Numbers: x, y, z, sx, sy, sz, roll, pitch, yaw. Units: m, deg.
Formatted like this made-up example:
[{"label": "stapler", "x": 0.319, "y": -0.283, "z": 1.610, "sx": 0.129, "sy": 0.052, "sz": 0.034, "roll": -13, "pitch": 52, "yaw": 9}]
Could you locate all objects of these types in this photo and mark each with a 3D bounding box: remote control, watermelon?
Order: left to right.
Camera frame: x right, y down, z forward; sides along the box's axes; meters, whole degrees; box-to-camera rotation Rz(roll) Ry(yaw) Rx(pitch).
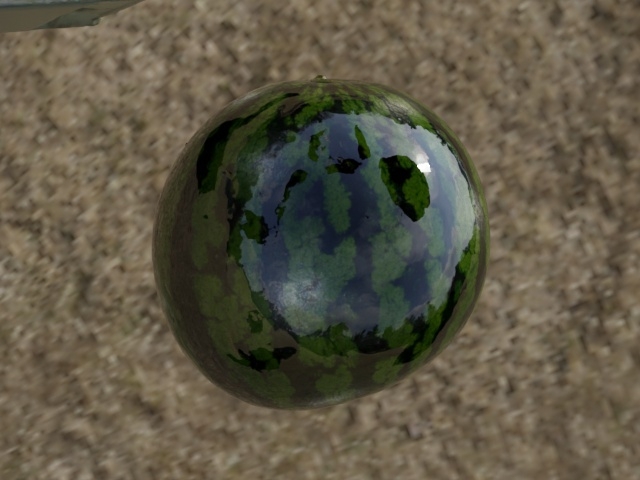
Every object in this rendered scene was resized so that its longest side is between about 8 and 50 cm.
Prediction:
[{"label": "remote control", "x": -0.273, "y": -0.198, "z": 1.576, "sx": 0.285, "sy": 0.123, "sz": 0.038, "roll": -9, "pitch": 88, "yaw": -35}, {"label": "watermelon", "x": 0.000, "y": 0.000, "z": 1.610, "sx": 0.285, "sy": 0.285, "sz": 0.285, "roll": 10, "pitch": 69, "yaw": -29}]
